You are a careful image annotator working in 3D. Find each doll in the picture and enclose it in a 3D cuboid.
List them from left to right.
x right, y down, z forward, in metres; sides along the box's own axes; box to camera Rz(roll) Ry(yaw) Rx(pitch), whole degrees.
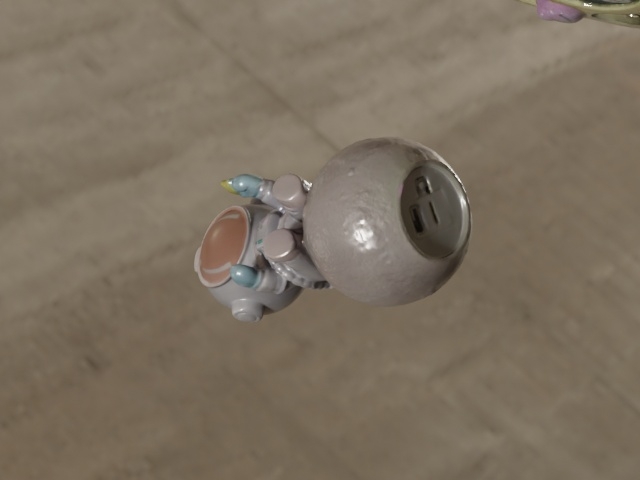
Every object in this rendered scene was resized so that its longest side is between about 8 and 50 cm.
[{"bbox_3d":[0.000,0.000,1.718,0.287,0.151,0.151,-16,11,46],"label":"doll"}]

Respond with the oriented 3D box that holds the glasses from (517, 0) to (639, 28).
[{"bbox_3d":[0.183,-0.195,0.997,0.220,0.088,0.189,-52,-6,3],"label":"glasses"}]
